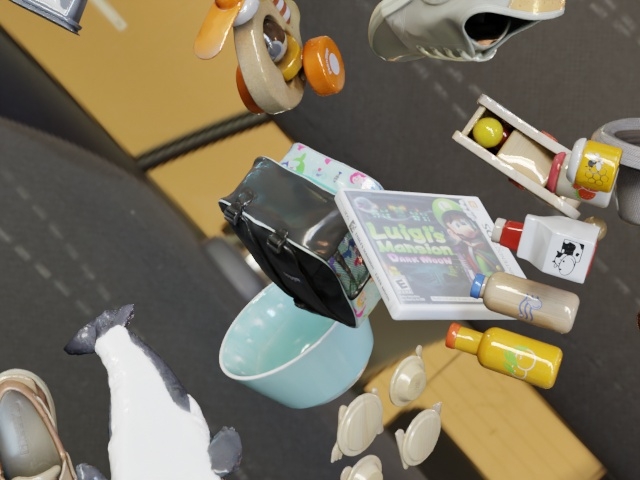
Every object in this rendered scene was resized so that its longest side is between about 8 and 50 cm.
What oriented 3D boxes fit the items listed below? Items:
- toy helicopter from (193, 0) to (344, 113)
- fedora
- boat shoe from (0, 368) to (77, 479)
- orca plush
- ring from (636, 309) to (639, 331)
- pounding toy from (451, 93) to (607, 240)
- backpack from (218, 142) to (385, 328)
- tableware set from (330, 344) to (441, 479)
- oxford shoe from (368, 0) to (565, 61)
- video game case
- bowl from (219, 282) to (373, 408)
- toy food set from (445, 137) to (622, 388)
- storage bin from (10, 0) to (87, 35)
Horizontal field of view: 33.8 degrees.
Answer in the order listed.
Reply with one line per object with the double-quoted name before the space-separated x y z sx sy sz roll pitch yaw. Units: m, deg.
"toy helicopter" -0.095 -0.351 1.449 0.235 0.140 0.355 -3 83 -65
"fedora" 0.479 -0.076 1.412 0.244 0.124 0.275 8 18 7
"boat shoe" -0.392 0.338 1.445 0.116 0.123 0.324 165 -96 -76
"orca plush" -0.171 0.209 1.026 0.287 0.151 0.102 47 -27 27
"ring" 0.667 0.221 1.746 0.336 0.032 0.336 44 -8 8
"pounding toy" 0.300 -0.074 1.507 0.269 0.155 0.154 35 7 1
"backpack" 0.000 0.000 1.501 0.225 0.191 0.253 29 -24 37
"tableware set" 0.068 0.191 1.060 0.020 0.169 0.141 20 -52 39
"oxford shoe" 0.193 -0.307 1.484 0.449 0.169 0.130 165 -84 -67
"video game case" 0.126 0.013 1.123 0.022 0.190 0.173 -61 -140 38
"bowl" -0.022 0.199 2.008 0.163 0.311 0.311 52 -7 -24
"toy food set" 0.192 0.006 0.950 0.105 0.232 0.111 17 28 15
"storage bin" -0.391 -0.367 1.517 0.135 0.091 0.098 27 2 -4
